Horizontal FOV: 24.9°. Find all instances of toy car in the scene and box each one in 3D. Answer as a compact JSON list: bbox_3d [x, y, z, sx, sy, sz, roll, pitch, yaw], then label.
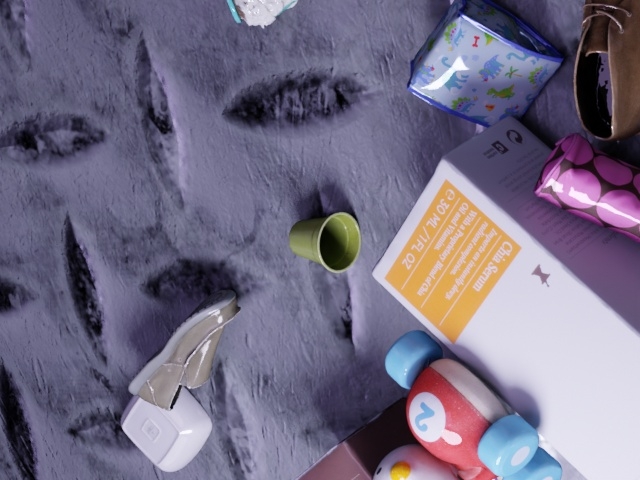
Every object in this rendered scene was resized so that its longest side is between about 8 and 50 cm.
[{"bbox_3d":[0.134,0.281,1.816,0.238,0.210,0.219,-45,53,-5],"label":"toy car"}]

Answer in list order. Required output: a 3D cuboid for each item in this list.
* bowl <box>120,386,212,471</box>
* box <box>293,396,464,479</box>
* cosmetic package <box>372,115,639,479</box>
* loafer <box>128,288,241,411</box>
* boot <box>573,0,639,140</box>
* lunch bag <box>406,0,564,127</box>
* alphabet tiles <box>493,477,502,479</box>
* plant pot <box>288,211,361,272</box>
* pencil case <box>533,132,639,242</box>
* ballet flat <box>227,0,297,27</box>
[{"bbox_3d":[-0.252,0.290,2.293,0.142,0.053,0.142,45,124,13],"label":"bowl"},{"bbox_3d":[0.089,0.362,1.994,0.203,0.168,0.167,52,128,10],"label":"box"},{"bbox_3d":[0.304,0.092,1.751,0.453,0.161,0.230,43,134,15],"label":"cosmetic package"},{"bbox_3d":[-0.190,0.169,2.189,0.087,0.094,0.251,43,123,-1],"label":"loafer"},{"bbox_3d":[0.343,-0.261,1.651,0.112,0.115,0.305,8,108,36],"label":"boot"},{"bbox_3d":[0.202,-0.214,1.779,0.151,0.096,0.129,28,125,-10],"label":"lunch bag"},{"bbox_3d":[0.181,0.398,2.054,0.198,0.009,0.237,26,118,25],"label":"alphabet tiles"},{"bbox_3d":[0.000,0.000,2.009,0.079,0.083,0.083,6,109,47],"label":"plant pot"},{"bbox_3d":[0.357,-0.054,1.680,0.209,0.098,0.095,24,164,-3],"label":"pencil case"},{"bbox_3d":[-0.122,-0.484,1.912,0.147,0.147,0.409,-19,97,38],"label":"ballet flat"}]
